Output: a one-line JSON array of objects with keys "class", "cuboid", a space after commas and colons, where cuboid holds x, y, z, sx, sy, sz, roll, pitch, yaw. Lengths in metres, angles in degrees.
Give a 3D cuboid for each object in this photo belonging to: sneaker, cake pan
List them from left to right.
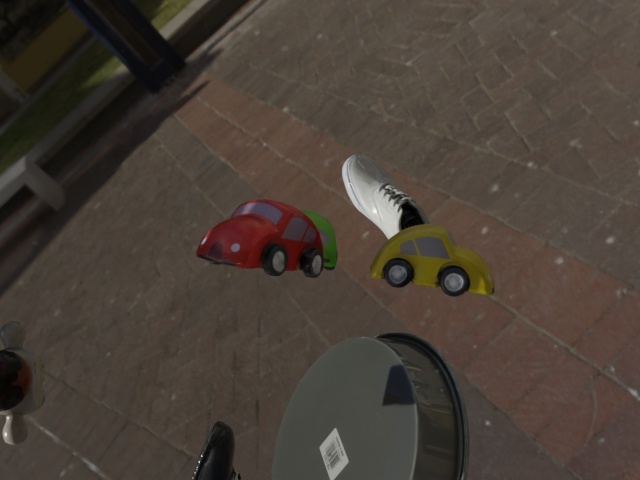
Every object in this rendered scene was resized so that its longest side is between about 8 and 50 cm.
[{"class": "sneaker", "cuboid": [-0.131, 0.430, 1.085, 0.146, 0.330, 0.122, 9, 18, 5]}, {"class": "cake pan", "cuboid": [0.037, 0.235, 0.778, 0.293, 0.054, 0.293, -37, 40, 41]}, {"class": "sneaker", "cuboid": [0.137, -0.058, 1.267, 0.094, 0.258, 0.091, -34, -9, -23]}]

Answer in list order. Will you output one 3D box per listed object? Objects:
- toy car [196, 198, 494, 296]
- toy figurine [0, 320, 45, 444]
[{"class": "toy car", "cuboid": [0.000, 0.000, 0.597, 0.225, 0.239, 0.053, -169, 87, -68]}, {"class": "toy figurine", "cuboid": [-0.352, 0.125, 0.586, 0.213, 0.209, 0.148, -47, -1, -18]}]
